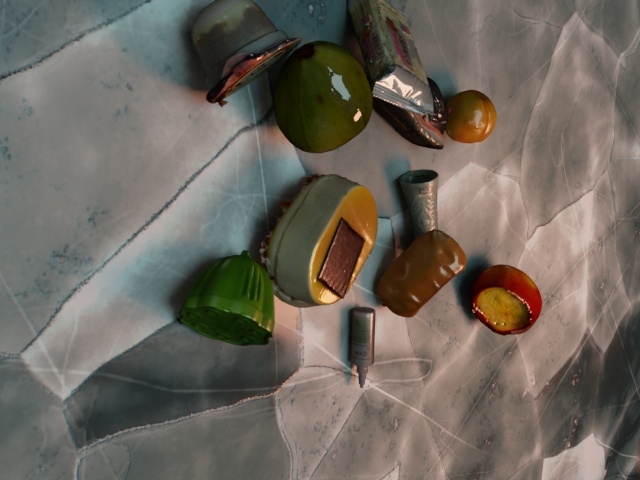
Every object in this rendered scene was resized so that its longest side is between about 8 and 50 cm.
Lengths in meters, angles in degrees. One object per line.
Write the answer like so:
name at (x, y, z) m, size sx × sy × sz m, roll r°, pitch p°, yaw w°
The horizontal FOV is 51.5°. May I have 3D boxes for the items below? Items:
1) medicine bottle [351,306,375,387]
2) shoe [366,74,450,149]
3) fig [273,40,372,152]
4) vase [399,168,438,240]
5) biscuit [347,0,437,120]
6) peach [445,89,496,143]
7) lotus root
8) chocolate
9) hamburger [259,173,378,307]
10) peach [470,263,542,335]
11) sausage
medicine bottle at (0.102, 0.262, 1.598) m, size 0.057 × 0.057 × 0.199 m, roll -9°, pitch 105°, yaw -42°
shoe at (0.220, -0.323, 1.547) m, size 0.291 × 0.114 × 0.137 m, roll 30°, pitch 83°, yaw -46°
fig at (-0.008, -0.286, 1.269) m, size 0.203 × 0.203 × 0.225 m, roll -62°, pitch 150°, yaw -15°
vase at (0.258, -0.060, 1.659) m, size 0.096 × 0.096 × 0.219 m, roll -31°, pitch 121°, yaw -36°
biscuit at (0.150, -0.399, 1.411) m, size 0.186 × 0.079 × 0.309 m, roll 17°, pitch 50°, yaw -40°
peach at (0.377, -0.317, 1.692) m, size 0.138 × 0.138 × 0.138 m, roll -11°, pitch 106°, yaw -42°
lotus root at (-0.160, 0.091, 1.257) m, size 0.186 × 0.186 × 0.186 m, roll -11°, pitch 106°, yaw -42°
chocolate at (-0.153, -0.346, 1.159) m, size 0.221 × 0.221 × 0.147 m, roll -45°, pitch 103°, yaw -28°
hamburger at (0.000, 0.000, 1.387) m, size 0.295 × 0.151 × 0.227 m, roll -59°, pitch 138°, yaw -27°
peach at (0.525, 0.171, 1.892) m, size 0.226 × 0.190 × 0.196 m, roll 10°, pitch 103°, yaw -50°
sausage at (0.242, 0.084, 1.611) m, size 0.241 × 0.136 × 0.120 m, roll -49°, pitch 168°, yaw 12°
